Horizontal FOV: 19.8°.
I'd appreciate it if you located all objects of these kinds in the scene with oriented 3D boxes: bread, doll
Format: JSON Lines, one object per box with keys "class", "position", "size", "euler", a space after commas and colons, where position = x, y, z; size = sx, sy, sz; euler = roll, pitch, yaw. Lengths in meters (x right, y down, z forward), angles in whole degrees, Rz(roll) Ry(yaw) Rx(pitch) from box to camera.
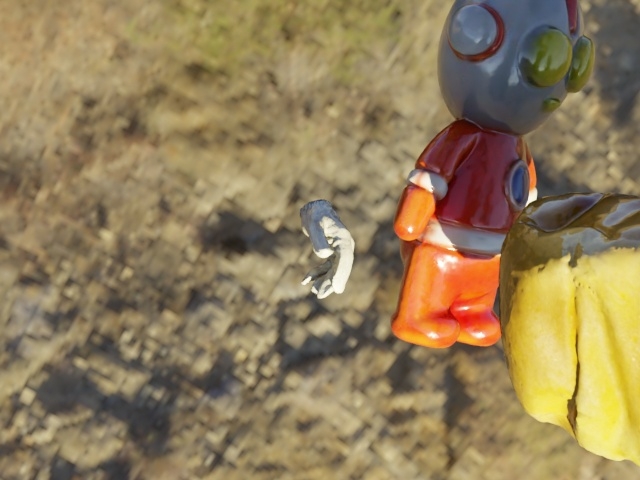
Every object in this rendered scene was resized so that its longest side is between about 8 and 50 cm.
{"class": "bread", "position": [0.247, 0.060, 1.141], "size": [0.294, 0.167, 0.132], "euler": [11, 25, 42]}
{"class": "doll", "position": [0.134, -0.084, 1.375], "size": [0.105, 0.336, 0.200], "euler": [16, 6, 31]}

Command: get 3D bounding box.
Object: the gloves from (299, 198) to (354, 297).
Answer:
{"class": "gloves", "position": [0.002, 0.000, 1.115], "size": [0.044, 0.037, 0.081], "euler": [53, 28, -53]}
